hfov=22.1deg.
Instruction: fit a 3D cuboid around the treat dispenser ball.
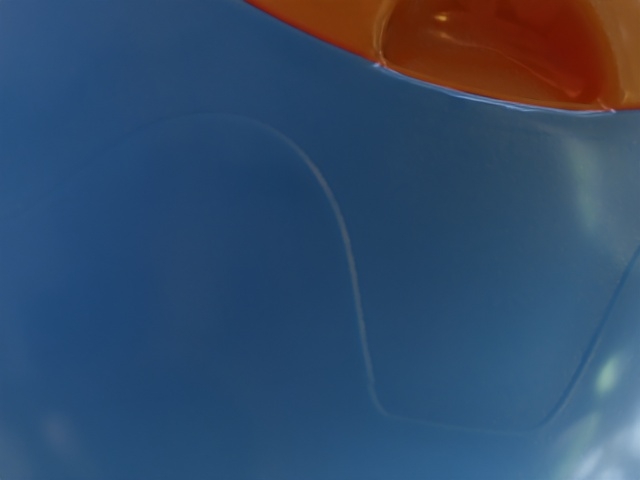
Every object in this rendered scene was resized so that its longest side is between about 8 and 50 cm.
[{"bbox_3d":[0.000,0.000,0.507,0.288,0.288,0.288,5,-78,23],"label":"treat dispenser ball"}]
